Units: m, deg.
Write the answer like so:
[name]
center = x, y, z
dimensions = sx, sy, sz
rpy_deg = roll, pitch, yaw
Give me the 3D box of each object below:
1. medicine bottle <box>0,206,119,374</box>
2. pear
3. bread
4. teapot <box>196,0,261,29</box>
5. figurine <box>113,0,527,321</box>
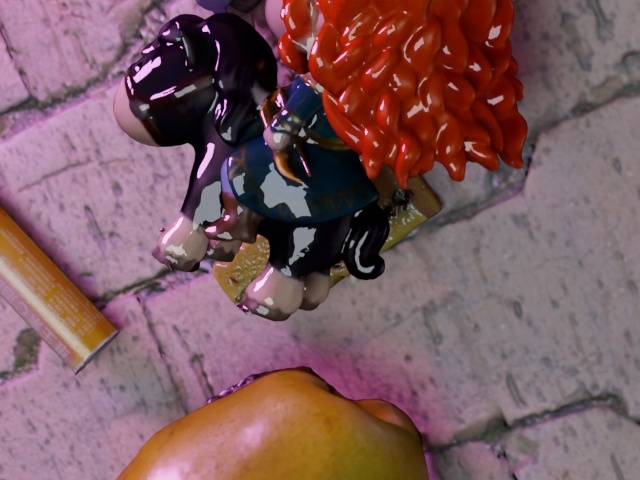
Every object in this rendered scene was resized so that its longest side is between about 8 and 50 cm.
[medicine bottle]
center = -0.296, 0.033, 1.647
dimensions = 0.218, 0.074, 0.074
rpy_deg = 46, 119, 0
[pear]
center = -0.042, 0.327, 1.500
dimensions = 0.340, 0.191, 0.386
rpy_deg = 20, 107, -17
[bread]
center = 0.000, 0.000, 1.519
dimensions = 0.226, 0.049, 0.088
rpy_deg = -37, 91, 30
[teapot]
center = -0.083, -0.220, 1.473
dimensions = 0.066, 0.057, 0.088
rpy_deg = -11, 103, 27
[figurine]
center = 0.000, -0.129, 1.362
dimensions = 0.411, 0.241, 0.306
rpy_deg = -39, 66, 29
